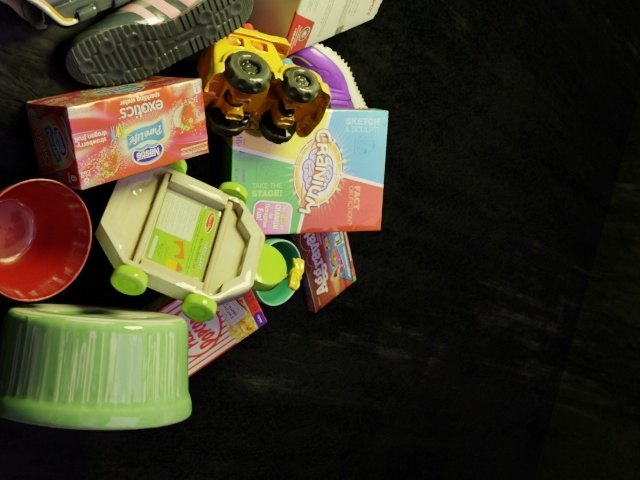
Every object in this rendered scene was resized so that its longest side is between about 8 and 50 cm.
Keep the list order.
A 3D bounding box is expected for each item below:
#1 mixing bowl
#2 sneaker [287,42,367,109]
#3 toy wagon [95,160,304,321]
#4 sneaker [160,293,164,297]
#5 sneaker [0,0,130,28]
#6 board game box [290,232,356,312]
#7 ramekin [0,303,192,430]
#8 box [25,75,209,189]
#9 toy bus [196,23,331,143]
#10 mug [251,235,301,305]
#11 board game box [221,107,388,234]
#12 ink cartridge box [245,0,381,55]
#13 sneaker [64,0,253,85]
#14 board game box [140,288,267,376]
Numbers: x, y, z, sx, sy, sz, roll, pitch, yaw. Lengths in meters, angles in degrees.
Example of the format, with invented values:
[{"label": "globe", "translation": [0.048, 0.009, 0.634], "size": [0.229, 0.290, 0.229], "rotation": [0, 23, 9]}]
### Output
[{"label": "mixing bowl", "translation": [-0.444, -0.007, 1.258], "size": [0.181, 0.098, 0.182], "rotation": [-15, 110, -46]}, {"label": "sneaker", "translation": [0.004, -0.262, 1.698], "size": [0.146, 0.102, 0.293], "rotation": [-57, 136, -20]}, {"label": "toy wagon", "translation": [-0.193, 0.010, 1.418], "size": [0.344, 0.068, 0.267], "rotation": [25, 49, -16]}, {"label": "sneaker", "translation": [-0.187, 0.069, 1.571], "size": [0.163, 0.086, 0.226], "rotation": [26, 90, -38]}, {"label": "sneaker", "translation": [-0.359, -0.370, 1.239], "size": [0.321, 0.126, 0.128], "rotation": [-6, 101, -37]}, {"label": "board game box", "translation": [0.000, 0.000, 1.824], "size": [0.145, 0.027, 0.281], "rotation": [-36, 125, -36]}, {"label": "ramekin", "translation": [-0.341, 0.181, 1.285], "size": [0.303, 0.303, 0.148], "rotation": [7, 88, -49]}, {"label": "box", "translation": [-0.313, -0.177, 1.342], "size": [0.256, 0.122, 0.128], "rotation": [-23, 117, -43]}, {"label": "toy bus", "translation": [-0.109, -0.295, 1.486], "size": [0.220, 0.149, 0.212], "rotation": [7, 54, -23]}, {"label": "mug", "translation": [-0.117, 0.042, 1.646], "size": [0.129, 0.097, 0.158], "rotation": [-32, 122, -39]}, {"label": "board game box", "translation": [-0.030, -0.136, 1.629], "size": [0.316, 0.064, 0.242], "rotation": [-3, 103, -23]}, {"label": "ink cartridge box", "translation": [0.010, -0.481, 1.570], "size": [0.273, 0.114, 0.197], "rotation": [-32, 158, -39]}, {"label": "sneaker", "translation": [-0.273, -0.352, 1.370], "size": [0.319, 0.131, 0.112], "rotation": [-26, 142, -19]}, {"label": "board game box", "translation": [-0.207, 0.136, 1.499], "size": [0.193, 0.045, 0.147], "rotation": [-34, 121, -18]}]
